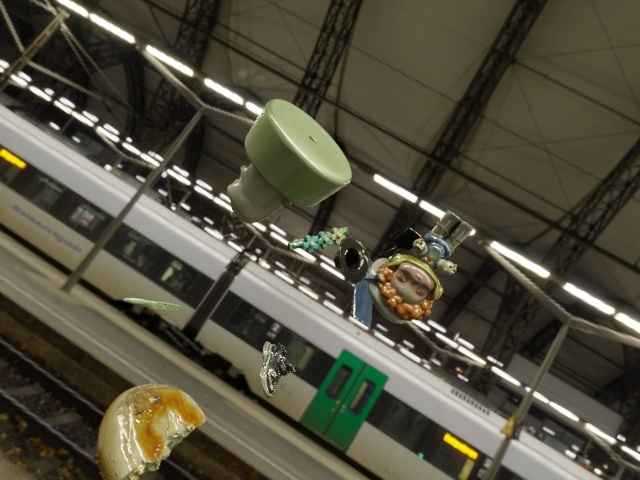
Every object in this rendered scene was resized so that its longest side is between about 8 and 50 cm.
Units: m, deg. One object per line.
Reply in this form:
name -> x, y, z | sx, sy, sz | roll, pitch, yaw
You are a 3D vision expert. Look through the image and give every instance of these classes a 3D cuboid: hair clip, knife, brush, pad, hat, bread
hair clip -> 0.000, 0.001, 1.267 | 0.049, 0.173, 0.049 | 46, -36, 48
knife -> -0.611, 0.234, 1.849 | 0.207, 0.030, 0.014 | 12, 4, -23
brush -> 0.259, 0.015, 1.641 | 0.063, 0.016, 0.193 | 38, -37, -5
pad -> 0.172, 0.192, 1.984 | 0.012, 0.269, 0.269 | 0, -20, 22
hat -> 0.064, 0.050, 1.203 | 0.051, 0.121, 0.121 | -5, -36, 41
bread -> -0.431, 0.453, 1.213 | 0.192, 0.171, 0.314 | 52, 18, 0

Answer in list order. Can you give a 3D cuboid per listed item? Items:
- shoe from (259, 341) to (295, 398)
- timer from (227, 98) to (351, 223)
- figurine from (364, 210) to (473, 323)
shoe -> -0.123, 0.375, 1.486 | 0.100, 0.168, 0.071 | -2, -37, 2
timer -> -0.125, -0.169, 1.361 | 0.291, 0.315, 0.290 | 38, 27, -23
figurine -> 0.325, 0.090, 1.591 | 0.224, 0.382, 0.205 | 52, 8, -6
